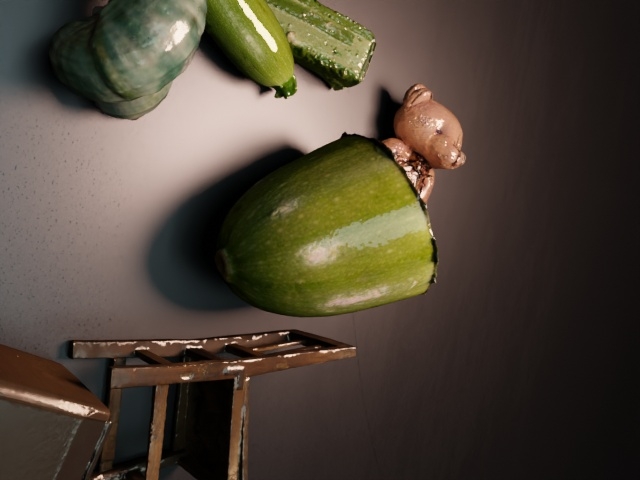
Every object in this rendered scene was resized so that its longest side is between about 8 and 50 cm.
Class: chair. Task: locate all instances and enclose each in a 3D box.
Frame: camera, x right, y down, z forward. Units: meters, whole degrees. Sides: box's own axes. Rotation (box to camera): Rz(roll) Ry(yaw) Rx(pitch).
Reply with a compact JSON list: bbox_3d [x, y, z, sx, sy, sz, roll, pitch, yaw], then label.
[{"bbox_3d":[-0.165,0.279,1.014,0.416,0.203,0.241,4,91,-38],"label":"chair"}]

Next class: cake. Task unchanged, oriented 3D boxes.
[{"bbox_3d":[-0.028,-0.358,1.125,0.235,0.099,0.100,24,82,-18],"label":"cake"}]

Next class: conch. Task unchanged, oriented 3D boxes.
[{"bbox_3d":[-0.251,-0.267,0.853,0.195,0.220,0.277,4,135,-11],"label":"conch"}]

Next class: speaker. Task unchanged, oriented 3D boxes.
[{"bbox_3d":[-0.395,0.225,0.790,0.192,0.230,0.153,31,78,-38],"label":"speaker"}]

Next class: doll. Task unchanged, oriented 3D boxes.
[{"bbox_3d":[0.188,-0.133,1.265,0.201,0.156,0.303,32,81,-44],"label":"doll"}]

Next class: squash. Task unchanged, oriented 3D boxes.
[{"bbox_3d":[-0.146,-0.368,0.970,0.107,0.107,0.395,-53,132,-20],"label":"squash"},{"bbox_3d":[-0.016,0.018,1.060,0.308,0.310,0.310,-27,114,-17],"label":"squash"}]
